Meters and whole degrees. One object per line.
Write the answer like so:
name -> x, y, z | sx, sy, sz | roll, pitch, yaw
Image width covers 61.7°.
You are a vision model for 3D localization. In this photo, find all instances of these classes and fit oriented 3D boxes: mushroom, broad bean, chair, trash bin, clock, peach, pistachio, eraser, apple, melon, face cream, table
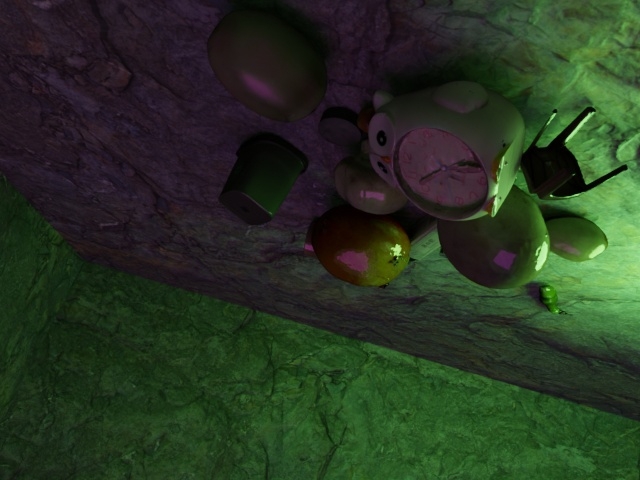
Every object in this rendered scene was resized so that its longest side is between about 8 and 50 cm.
mushroom -> 0.166, -0.210, 1.632 | 0.260, 0.254, 0.234 | 18, 113, 20
broad bean -> 0.971, 0.248, 2.240 | 0.098, 0.055, 0.318 | -13, 147, 39
chair -> 0.584, -0.180, 1.392 | 0.176, 0.183, 0.326 | -6, 160, -13
trash bin -> -0.203, -0.201, 1.821 | 0.219, 0.250, 0.220 | 38, 150, -26
clock -> 0.313, -0.240, 1.361 | 0.377, 0.250, 0.368 | 23, 141, 29
mushroom -> 0.543, -0.032, 1.650 | 0.362, 0.295, 0.362 | 39, 146, 33
peach -> 0.142, 0.015, 1.991 | 0.373, 0.289, 0.372 | 17, -171, -3
pistachio -> 0.800, -0.011, 1.707 | 0.215, 0.143, 0.144 | 21, 156, 8
eraser -> 0.394, -0.016, 1.997 | 0.097, 0.098, 0.404 | 21, 156, -9
apple -> 0.144, -0.338, 1.505 | 0.084, 0.083, 0.071 | 19, -177, -3
melon -> -0.124, -0.424, 1.321 | 0.317, 0.223, 0.223 | 31, 152, -26
face cream -> 0.000, 0.000, 2.234 | 0.104, 0.149, 0.149 | 12, 156, 8
table -> 0.062, -0.338, 1.599 | 0.134, 0.043, 0.133 | 15, 155, 7

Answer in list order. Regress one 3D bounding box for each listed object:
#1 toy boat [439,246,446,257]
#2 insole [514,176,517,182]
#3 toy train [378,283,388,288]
toy boat -> 0.517, 0.009, 1.984 | 0.102, 0.088, 0.215 | 36, 151, -28
insole -> 0.510, -0.186, 1.663 | 0.192, 0.010, 0.063 | 1, 152, 30
toy train -> 0.260, 0.159, 2.526 | 0.085, 0.053, 0.249 | 13, 157, 29
